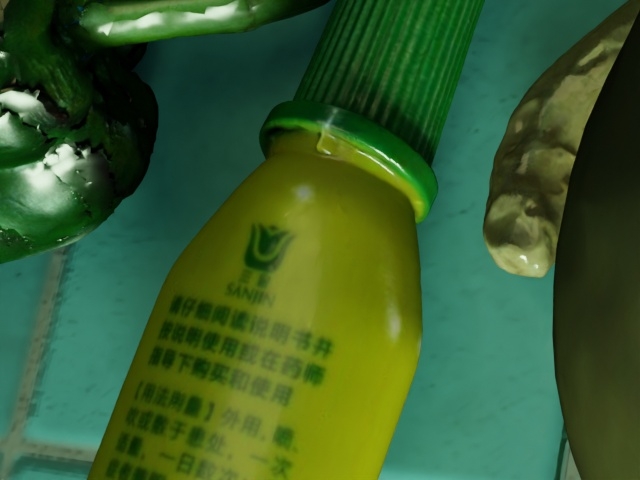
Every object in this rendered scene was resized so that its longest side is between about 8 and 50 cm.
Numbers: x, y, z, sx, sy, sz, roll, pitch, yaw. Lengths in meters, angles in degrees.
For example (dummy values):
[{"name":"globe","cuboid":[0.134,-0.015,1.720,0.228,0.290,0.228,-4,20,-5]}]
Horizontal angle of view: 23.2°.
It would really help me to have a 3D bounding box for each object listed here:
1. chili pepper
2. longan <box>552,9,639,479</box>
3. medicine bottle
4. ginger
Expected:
[{"name":"chili pepper","cuboid":[-0.123,-0.096,0.655,0.261,0.165,0.173,-15,54,18]},{"name":"longan","cuboid":[0.192,0.015,0.379,0.297,0.297,0.297,-9,68,22]},{"name":"medicine bottle","cuboid":[0.000,0.000,0.605,0.111,0.076,0.309,16,79,23]},{"name":"ginger","cuboid":[0.124,-0.059,0.589,0.173,0.051,0.069,-44,53,10]}]
